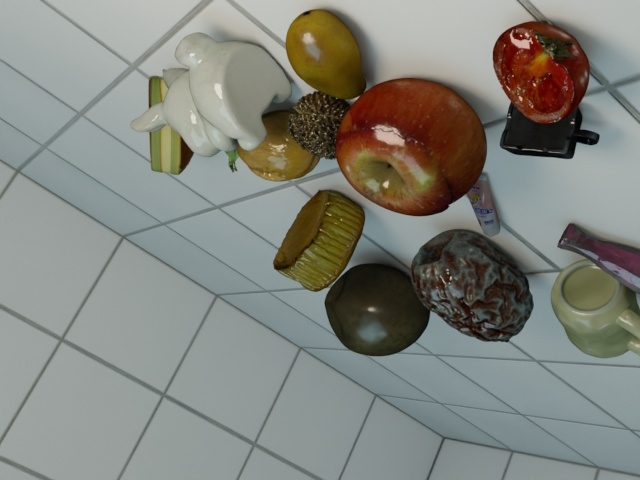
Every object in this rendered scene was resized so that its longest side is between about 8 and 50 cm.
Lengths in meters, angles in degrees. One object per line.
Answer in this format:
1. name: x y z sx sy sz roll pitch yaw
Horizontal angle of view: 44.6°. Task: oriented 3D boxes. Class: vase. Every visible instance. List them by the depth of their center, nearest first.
1. vase: 0.596 0.035 1.595 0.214 0.086 0.086 27 161 11

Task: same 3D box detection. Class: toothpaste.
1. toothpaste: 0.347 -0.080 1.669 0.067 0.042 0.194 15 152 37

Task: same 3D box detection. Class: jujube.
1. jujube: 0.367 0.114 1.865 0.317 0.226 0.226 38 157 -24

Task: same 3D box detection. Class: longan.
1. longan: 0.158 0.200 2.266 0.288 0.288 0.350 34 164 -20

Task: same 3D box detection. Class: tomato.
1. tomato: 0.339 -0.260 1.160 0.159 0.091 0.139 50 155 16

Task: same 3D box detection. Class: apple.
1. apple: 0.163 -0.177 1.417 0.272 0.206 0.251 -6 132 52

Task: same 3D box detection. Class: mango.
1. mango: 0.013 -0.323 1.396 0.136 0.099 0.227 8 163 25

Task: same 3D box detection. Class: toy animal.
1. toy animal: -0.251 -0.304 1.627 0.241 0.196 0.368 45 152 -26

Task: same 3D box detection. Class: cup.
1. cup: 0.618 0.178 1.688 0.173 0.255 0.202 -29 140 11

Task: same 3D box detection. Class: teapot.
1. teapot: 0.385 -0.177 1.319 0.177 0.087 0.096 11 173 38

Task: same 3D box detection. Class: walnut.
1. walnut: -0.091 -0.208 1.721 0.207 0.159 0.159 7 153 32

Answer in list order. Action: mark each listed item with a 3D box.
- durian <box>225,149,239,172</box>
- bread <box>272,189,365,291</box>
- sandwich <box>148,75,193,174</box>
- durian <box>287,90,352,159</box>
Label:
1. durian: -0.224 -0.250 1.852 0.086 0.100 0.215 18 158 26
2. bread: 0.000 0.000 1.980 0.142 0.253 0.227 34 155 -13
3. sandwich: -0.371 -0.273 1.864 0.117 0.187 0.144 11 161 35
4. durian: 0.027 -0.221 1.580 0.189 0.091 0.148 2 126 -20
